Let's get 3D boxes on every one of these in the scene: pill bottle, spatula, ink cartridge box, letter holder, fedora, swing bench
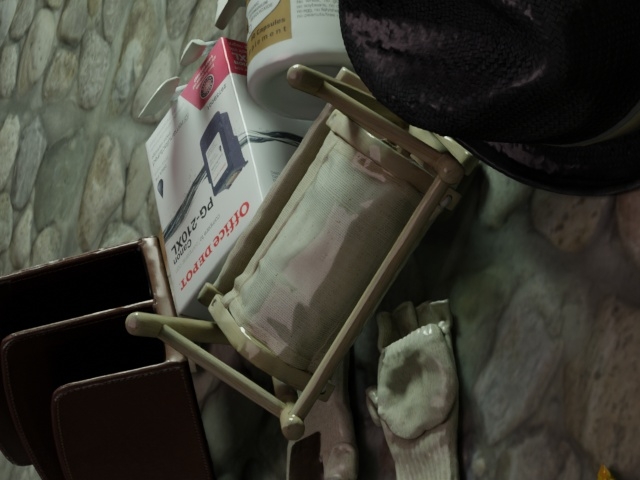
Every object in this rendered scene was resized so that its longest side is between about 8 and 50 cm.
[{"bbox_3d":[-0.007,-0.242,1.544,0.131,0.131,0.229,-31,53,48],"label":"pill bottle"},{"bbox_3d":[-0.115,-0.200,1.671,0.168,0.019,0.242,-56,0,10],"label":"spatula"},{"bbox_3d":[-0.080,-0.055,1.617,0.172,0.100,0.237,-50,41,36],"label":"ink cartridge box"},{"bbox_3d":[-0.222,0.166,1.523,0.302,0.214,0.152,84,171,-51],"label":"letter holder"},{"bbox_3d":[0.128,-0.163,1.188,0.334,0.152,0.334,25,125,42],"label":"fedora"},{"bbox_3d":[0.000,0.000,1.348,0.253,0.165,0.254,-58,-6,9],"label":"swing bench"}]

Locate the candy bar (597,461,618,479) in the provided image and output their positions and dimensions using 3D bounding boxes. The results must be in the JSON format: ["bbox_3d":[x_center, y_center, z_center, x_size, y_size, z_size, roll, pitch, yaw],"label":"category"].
[{"bbox_3d":[0.231,0.213,1.116,0.161,0.018,0.040,45,120,53],"label":"candy bar"}]

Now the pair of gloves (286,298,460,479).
[{"bbox_3d":[0.039,0.161,1.409,0.240,0.042,0.204,-22,60,51],"label":"pair of gloves"}]

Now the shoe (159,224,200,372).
[{"bbox_3d":[-0.141,0.038,1.727,0.058,0.076,0.219,7,80,14],"label":"shoe"}]
